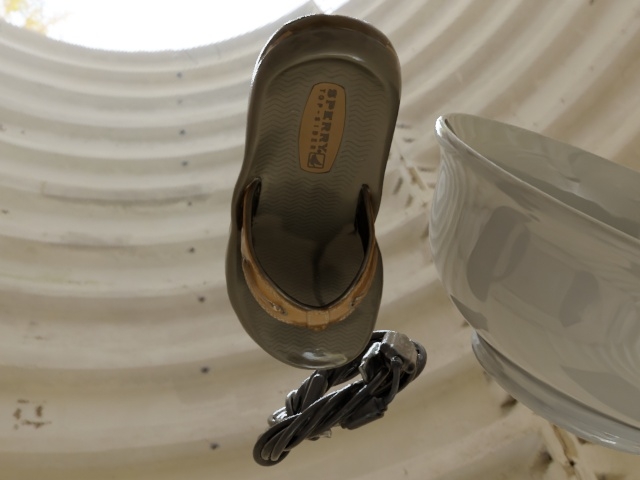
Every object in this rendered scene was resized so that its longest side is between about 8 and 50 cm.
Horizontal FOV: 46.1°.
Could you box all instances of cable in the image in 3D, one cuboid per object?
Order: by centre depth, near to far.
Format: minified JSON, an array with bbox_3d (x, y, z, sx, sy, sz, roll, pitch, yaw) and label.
[{"bbox_3d":[0.017,0.127,0.616,0.150,0.047,0.184,-37,180,9],"label":"cable"}]

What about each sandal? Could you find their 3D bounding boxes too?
[{"bbox_3d":[0.000,0.000,0.369,0.090,0.219,0.060,2,-136,-9],"label":"sandal"}]

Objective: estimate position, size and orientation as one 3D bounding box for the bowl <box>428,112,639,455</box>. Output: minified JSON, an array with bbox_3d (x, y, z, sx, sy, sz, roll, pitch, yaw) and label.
[{"bbox_3d":[0.185,0.036,0.471,0.298,0.298,0.134,50,-56,54],"label":"bowl"}]
